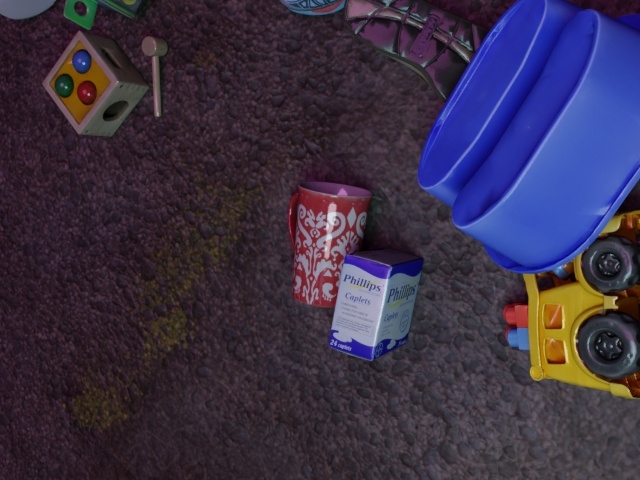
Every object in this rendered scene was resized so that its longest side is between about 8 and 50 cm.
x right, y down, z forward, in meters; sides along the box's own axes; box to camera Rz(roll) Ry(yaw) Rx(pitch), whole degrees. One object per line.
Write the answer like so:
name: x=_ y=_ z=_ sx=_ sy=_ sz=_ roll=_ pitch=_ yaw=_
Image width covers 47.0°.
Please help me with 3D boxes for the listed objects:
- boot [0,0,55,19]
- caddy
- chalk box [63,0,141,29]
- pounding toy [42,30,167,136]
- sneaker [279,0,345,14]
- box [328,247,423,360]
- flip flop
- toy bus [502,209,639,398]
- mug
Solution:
boot: x=-0.506 y=-0.524 z=1.340 sx=0.258 sy=0.095 sz=0.123 roll=-32 pitch=61 yaw=28
caddy: x=0.277 y=-0.125 z=0.882 sx=0.341 sy=0.179 sz=0.241 roll=-60 pitch=28 yaw=19
chalk box: x=-0.370 y=-0.462 z=1.222 sx=0.132 sy=0.132 sz=0.213 roll=29 pitch=96 yaw=22
pounding toy: x=-0.355 y=-0.277 z=1.266 sx=0.206 sy=0.094 sz=0.181 roll=-45 pitch=74 yaw=23
sneaker: x=0.036 y=-0.403 z=1.039 sx=0.262 sy=0.125 sz=0.104 roll=-14 pitch=87 yaw=27
box: x=0.082 y=0.087 z=1.053 sx=0.072 sy=0.126 sz=0.137 roll=15 pitch=101 yaw=27
flip flop: x=0.155 y=-0.258 z=1.007 sx=0.277 sy=0.080 sz=0.112 roll=32 pitch=101 yaw=3
toy bus: x=0.324 y=0.076 z=0.934 sx=0.211 sy=0.149 sz=0.220 roll=-2 pitch=91 yaw=43
mug: x=0.010 y=0.001 z=1.112 sx=0.113 sy=0.150 sz=0.169 roll=5 pitch=102 yaw=-10
